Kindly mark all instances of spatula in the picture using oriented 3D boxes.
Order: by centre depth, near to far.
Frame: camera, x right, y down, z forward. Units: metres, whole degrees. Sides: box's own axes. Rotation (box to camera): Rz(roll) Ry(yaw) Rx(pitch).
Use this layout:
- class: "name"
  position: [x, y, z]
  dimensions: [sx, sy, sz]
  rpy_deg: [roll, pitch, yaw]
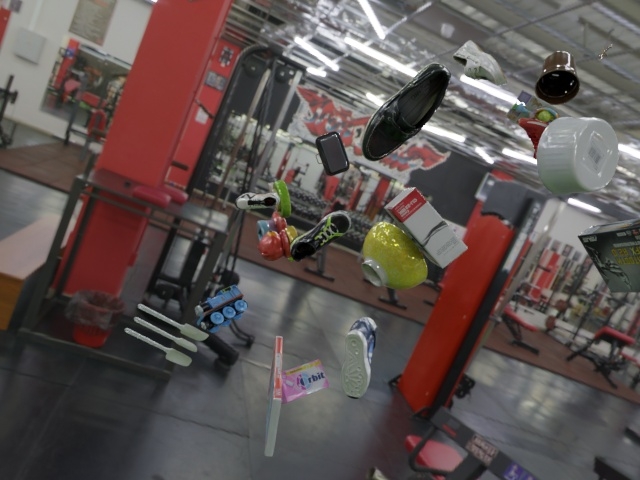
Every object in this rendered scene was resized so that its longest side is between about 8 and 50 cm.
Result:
- class: "spatula"
  position: [-0.506, 0.309, 1.667]
  dimensions: [0.242, 0.168, 0.019]
  rpy_deg: [30, 29, -14]

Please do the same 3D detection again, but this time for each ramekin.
- class: "ramekin"
  position: [0.897, -0.293, 1.777]
  dimensions: [0.277, 0.277, 0.135]
  rpy_deg: [20, -3, -28]

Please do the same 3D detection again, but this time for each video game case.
- class: "video game case"
  position: [-0.134, 0.442, 1.491]
  dimensions: [0.025, 0.204, 0.285]
  rpy_deg: [7, 23, -7]

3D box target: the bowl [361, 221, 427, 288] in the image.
- class: "bowl"
  position: [0.251, 0.088, 1.975]
  dimensions: [0.289, 0.156, 0.289]
  rpy_deg: [45, -21, 23]

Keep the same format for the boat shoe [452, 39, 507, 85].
- class: "boat shoe"
  position: [0.557, -0.608, 1.816]
  dimensions: [0.098, 0.096, 0.277]
  rpy_deg: [48, 14, -40]

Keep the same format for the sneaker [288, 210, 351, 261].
- class: "sneaker"
  position: [0.000, 0.000, 1.599]
  dimensions: [0.084, 0.235, 0.097]
  rpy_deg: [48, 21, -20]

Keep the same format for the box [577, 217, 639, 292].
- class: "box"
  position: [0.781, 0.040, 1.280]
  dimensions: [0.183, 0.056, 0.231]
  rpy_deg: [59, -13, -2]

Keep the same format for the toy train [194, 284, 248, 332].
- class: "toy train"
  position: [-0.319, 0.219, 1.647]
  dimensions: [0.184, 0.080, 0.105]
  rpy_deg: [-25, 67, -44]

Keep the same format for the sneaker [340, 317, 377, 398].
- class: "sneaker"
  position: [0.186, 0.497, 2.241]
  dimensions: [0.130, 0.322, 0.236]
  rpy_deg: [6, 17, 23]

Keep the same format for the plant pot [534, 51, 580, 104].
- class: "plant pot"
  position: [0.966, -0.670, 2.088]
  dimensions: [0.167, 0.165, 0.167]
  rpy_deg: [15, -34, 10]

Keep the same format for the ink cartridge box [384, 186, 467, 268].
- class: "ink cartridge box"
  position: [0.360, -0.046, 1.781]
  dimensions: [0.273, 0.114, 0.197]
  rpy_deg: [48, 3, -3]

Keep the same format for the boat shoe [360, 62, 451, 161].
- class: "boat shoe"
  position: [0.247, -0.358, 1.469]
  dimensions: [0.127, 0.340, 0.113]
  rpy_deg: [43, 12, -17]

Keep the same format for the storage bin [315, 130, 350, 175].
- class: "storage bin"
  position: [0.034, -0.271, 1.614]
  dimensions: [0.098, 0.135, 0.091]
  rpy_deg: [-19, 9, 2]

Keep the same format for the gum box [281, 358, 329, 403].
- class: "gum box"
  position: [-0.067, 0.521, 1.905]
  dimensions: [0.188, 0.107, 0.062]
  rpy_deg: [-12, -17, -29]

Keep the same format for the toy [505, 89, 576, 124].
- class: "toy"
  position: [0.870, -0.481, 2.050]
  dimensions: [0.237, 0.137, 0.056]
  rpy_deg: [35, 49, 12]

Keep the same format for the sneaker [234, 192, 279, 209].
- class: "sneaker"
  position: [-0.152, -0.095, 1.234]
  dimensions: [0.109, 0.040, 0.044]
  rpy_deg: [-8, 13, -4]

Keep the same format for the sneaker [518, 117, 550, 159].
- class: "sneaker"
  position: [0.800, -0.362, 1.879]
  dimensions: [0.221, 0.128, 0.087]
  rpy_deg: [13, 13, -22]

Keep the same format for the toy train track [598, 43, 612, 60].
- class: "toy train track"
  position: [0.934, -0.617, 1.676]
  dimensions: [0.014, 0.048, 0.083]
  rpy_deg: [15, -5, 8]

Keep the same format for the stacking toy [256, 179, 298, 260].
- class: "stacking toy"
  position: [-0.184, -0.066, 1.818]
  dimensions: [0.130, 0.279, 0.309]
  rpy_deg: [-13, 10, -15]
